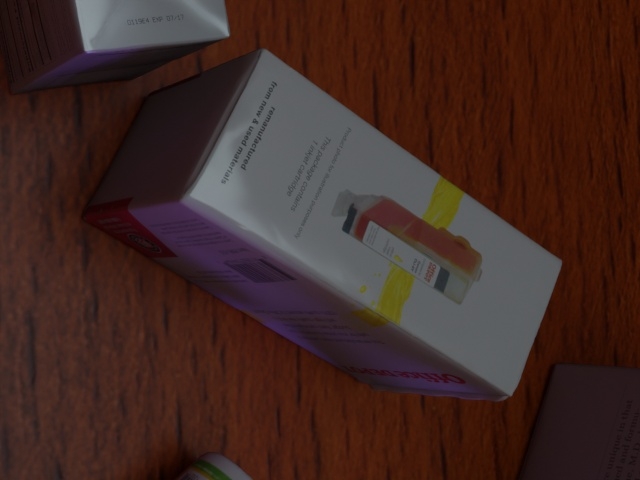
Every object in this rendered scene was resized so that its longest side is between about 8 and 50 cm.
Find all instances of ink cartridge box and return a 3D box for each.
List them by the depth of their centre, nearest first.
[{"bbox_3d":[0.000,0.000,1.132,0.385,0.279,0.160,33,72,-24],"label":"ink cartridge box"}]

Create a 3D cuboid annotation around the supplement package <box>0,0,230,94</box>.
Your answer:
[{"bbox_3d":[-0.204,-0.223,1.047,0.139,0.244,0.133,-12,94,-30],"label":"supplement package"}]

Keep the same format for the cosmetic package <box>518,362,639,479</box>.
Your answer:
[{"bbox_3d":[0.464,0.352,1.305,0.329,0.394,0.327,27,74,-25],"label":"cosmetic package"}]

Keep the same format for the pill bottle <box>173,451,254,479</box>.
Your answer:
[{"bbox_3d":[-0.155,0.335,1.109,0.246,0.136,0.136,-40,106,-24],"label":"pill bottle"}]
